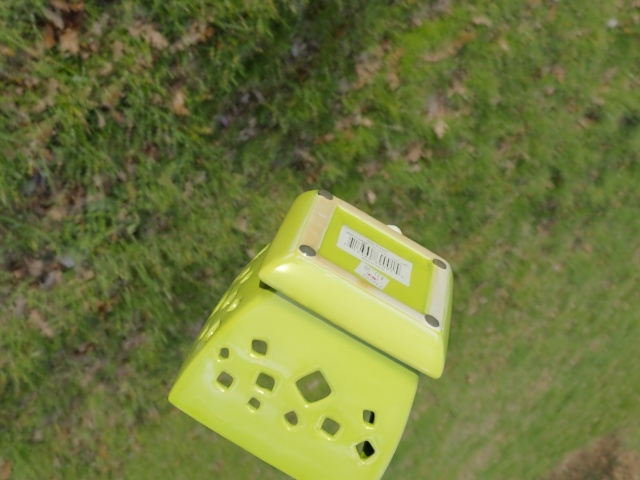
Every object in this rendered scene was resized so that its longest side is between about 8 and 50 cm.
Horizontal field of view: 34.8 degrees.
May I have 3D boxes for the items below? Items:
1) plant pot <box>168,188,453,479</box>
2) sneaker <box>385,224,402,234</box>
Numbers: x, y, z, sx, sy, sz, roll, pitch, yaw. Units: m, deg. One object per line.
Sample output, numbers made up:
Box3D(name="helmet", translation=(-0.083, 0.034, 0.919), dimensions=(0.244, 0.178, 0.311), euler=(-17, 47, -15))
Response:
Box3D(name="plant pot", translation=(0.010, 0.091, 1.042), dimensions=(0.207, 0.228, 0.227), euler=(-59, -176, 26))
Box3D(name="sneaker", translation=(0.069, 0.039, 1.628), dimensions=(0.161, 0.075, 0.057), euler=(-34, 112, 0))
